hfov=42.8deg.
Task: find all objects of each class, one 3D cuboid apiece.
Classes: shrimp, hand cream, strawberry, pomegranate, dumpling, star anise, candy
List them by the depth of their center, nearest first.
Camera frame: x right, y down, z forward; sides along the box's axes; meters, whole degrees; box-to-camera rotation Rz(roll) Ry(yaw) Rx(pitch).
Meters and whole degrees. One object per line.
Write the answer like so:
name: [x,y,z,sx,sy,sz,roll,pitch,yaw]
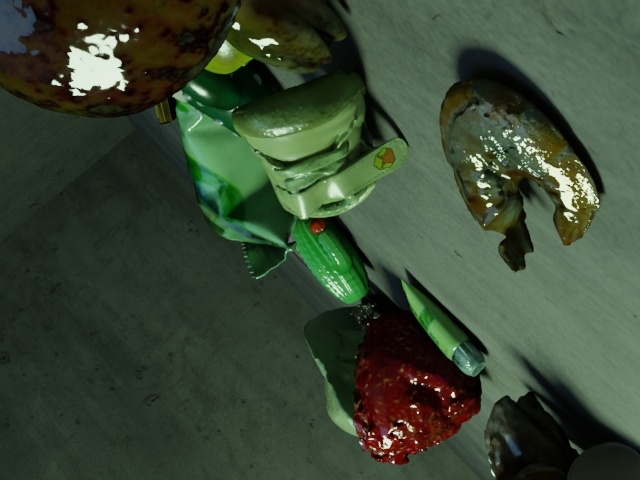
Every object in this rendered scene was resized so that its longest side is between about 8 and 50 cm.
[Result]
shrimp: [0.146,-0.041,0.615,0.132,0.051,0.187,41,167,42]
pomegranate: [-0.124,-0.216,0.630,0.340,0.285,0.285,16,-170,-31]
star anise: [0.305,0.356,1.090,0.332,0.117,0.332,49,-158,-28]
hand cream: [0.186,0.137,1.269,0.175,0.046,0.095,46,174,26]
candy: [-0.163,-0.157,1.316,0.398,0.172,0.263,59,174,-12]
strawberry: [0.164,0.250,1.387,0.220,0.274,0.274,5,155,17]
dumpling: [0.089,0.286,1.650,0.320,0.270,0.212,-144,57,-62]

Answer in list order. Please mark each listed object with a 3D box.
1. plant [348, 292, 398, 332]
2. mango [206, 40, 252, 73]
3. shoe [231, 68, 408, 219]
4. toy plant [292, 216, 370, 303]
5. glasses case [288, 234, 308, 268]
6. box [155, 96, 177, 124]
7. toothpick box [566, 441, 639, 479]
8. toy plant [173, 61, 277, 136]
plant: [0.137,0.168,1.584,0.174,0.085,0.087,35,165,30]
mango: [-0.123,-0.252,0.891,0.117,0.089,0.163,43,170,31]
shoe: [0.004,-0.098,0.846,0.128,0.140,0.262,57,178,6]
toy plant: [0.008,0.009,1.459,0.154,0.088,0.240,42,164,56]
glasses case: [-0.050,-0.035,1.587,0.123,0.076,0.316,38,167,51]
box: [-0.252,-0.253,1.287,0.090,0.023,0.133,-105,4,-77]
toothpick box: [0.377,0.331,0.997,0.149,0.098,0.098,52,171,-24]
toy plant: [-0.157,-0.230,1.072,0.243,0.112,0.232,34,-167,-37]
